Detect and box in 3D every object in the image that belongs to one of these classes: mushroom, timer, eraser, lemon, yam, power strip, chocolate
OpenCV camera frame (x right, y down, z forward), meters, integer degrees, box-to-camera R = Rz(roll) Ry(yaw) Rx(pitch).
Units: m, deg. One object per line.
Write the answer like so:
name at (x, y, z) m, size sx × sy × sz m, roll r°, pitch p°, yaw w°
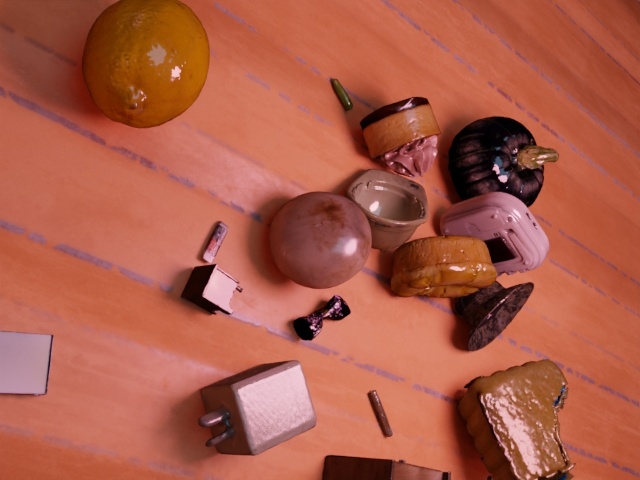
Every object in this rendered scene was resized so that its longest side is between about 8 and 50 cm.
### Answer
mushroom at (0.000, 0.000, 1.456) m, size 0.226 × 0.178 × 0.226 m, roll -2°, pitch 67°, yaw 5°
timer at (0.449, -0.006, 1.743) m, size 0.237 × 0.262 × 0.087 m, roll 52°, pitch 54°, yaw -15°
eraser at (-0.218, 0.002, 1.381) m, size 0.027 × 0.019 × 0.099 m, roll 37°, pitch 59°, yaw -25°
lemon at (-0.325, -0.338, 1.252) m, size 0.236 × 0.236 × 0.263 m, roll 60°, pitch 36°, yaw -9°
yam at (0.142, 0.404, 1.552) m, size 0.021 × 0.021 × 0.116 m, roll -22°, pitch 91°, yaw -39°
power strip at (-0.141, 0.330, 1.277) m, size 0.224 × 0.140 × 0.139 m, roll -14°, pitch 88°, yaw -38°
eraser at (-0.522, 0.201, 1.089) m, size 0.150 × 0.023 × 0.104 m, roll 11°, pitch 71°, yaw -35°
chocolate at (0.006, 0.168, 1.491) m, size 0.070 × 0.072 × 0.147 m, roll 33°, pitch 38°, yaw 22°

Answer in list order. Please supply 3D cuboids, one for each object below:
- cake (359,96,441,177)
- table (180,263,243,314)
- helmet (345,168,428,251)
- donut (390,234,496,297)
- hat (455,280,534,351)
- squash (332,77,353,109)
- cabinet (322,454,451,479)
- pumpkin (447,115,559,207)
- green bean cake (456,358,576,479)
cake at (0.209, -0.242, 1.666) m, size 0.207 × 0.185 × 0.178 m, roll -3°, pitch 74°, yaw -61°
table at (-0.212, 0.099, 1.321) m, size 0.082 × 0.083 × 0.070 m, roll 38°, pitch 61°, yaw -32°
helmet at (0.149, -0.053, 1.609) m, size 0.204 × 0.137 × 0.257 m, roll 21°, pitch 32°, yaw 7°
donut at (0.305, 0.065, 1.638) m, size 0.261 × 0.208 × 0.128 m, roll 2°, pitch 71°, yaw -27°
hat at (0.437, 0.168, 1.767) m, size 0.265 × 0.265 × 0.128 m, roll -26°, pitch 58°, yaw -39°
squash at (0.055, -0.371, 1.688) m, size 0.027 × 0.027 × 0.089 m, roll -40°, pitch 102°, yaw -37°
cabinet at (0.133, 0.531, 1.386) m, size 0.174 × 0.215 × 0.148 m, roll 23°, pitch 65°, yaw -32°
pumpkin at (0.507, -0.208, 1.837) m, size 0.296 × 0.296 × 0.296 m, roll 11°, pitch 72°, yaw -35°
green bean cake at (0.517, 0.481, 1.674) m, size 0.285 × 0.202 × 0.310 m, roll -8°, pitch 59°, yaw -18°
